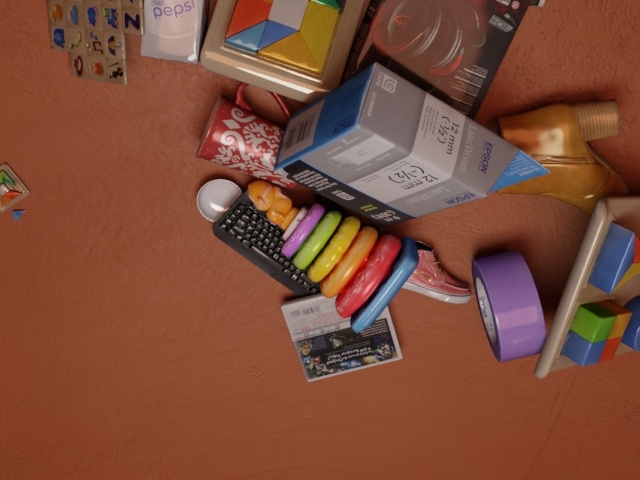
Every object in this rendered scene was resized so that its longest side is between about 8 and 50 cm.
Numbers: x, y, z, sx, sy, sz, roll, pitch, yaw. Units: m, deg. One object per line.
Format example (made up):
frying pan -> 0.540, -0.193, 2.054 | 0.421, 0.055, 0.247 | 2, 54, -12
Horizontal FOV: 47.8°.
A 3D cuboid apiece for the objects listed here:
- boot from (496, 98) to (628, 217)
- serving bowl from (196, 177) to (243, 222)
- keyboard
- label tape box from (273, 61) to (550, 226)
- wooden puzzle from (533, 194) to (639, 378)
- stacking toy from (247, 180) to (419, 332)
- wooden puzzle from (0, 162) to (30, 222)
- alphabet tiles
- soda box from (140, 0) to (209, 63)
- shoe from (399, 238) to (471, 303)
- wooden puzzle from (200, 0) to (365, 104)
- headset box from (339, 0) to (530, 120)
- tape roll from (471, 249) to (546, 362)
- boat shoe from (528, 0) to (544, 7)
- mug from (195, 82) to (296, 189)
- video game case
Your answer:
boot -> 0.414, -0.098, 1.258 | 0.211, 0.104, 0.295 | -11, 114, 12
serving bowl -> -0.176, -0.074, 1.275 | 0.083, 0.027, 0.083 | -3, 116, -5
keyboard -> -0.015, 0.005, 1.298 | 0.317, 0.033, 0.201 | 36, 107, -21
label tape box -> 0.139, -0.110, 1.122 | 0.348, 0.249, 0.115 | 27, 68, -24
wooden puzzle -> 0.528, 0.080, 1.231 | 0.348, 0.080, 0.322 | -6, 118, -40
stacking toy -> 0.000, 0.000, 1.204 | 0.302, 0.175, 0.165 | 36, 105, -3
wooden puzzle -> -0.558, -0.091, 1.265 | 0.079, 0.014, 0.116 | -37, 109, 13
alphabet tiles -> -0.349, -0.365, 1.110 | 0.198, 0.009, 0.237 | 13, 115, 25
soda box -> -0.212, -0.422, 1.096 | 0.091, 0.098, 0.286 | 8, 113, -5
shoe -> 0.205, 0.055, 1.322 | 0.178, 0.063, 0.081 | 16, 109, -9
wooden puzzle -> -0.050, -0.352, 1.125 | 0.221, 0.044, 0.238 | 17, 91, -9
headset box -> 0.161, -0.285, 1.155 | 0.218, 0.110, 0.293 | 20, 111, -10
tape roll -> 0.332, 0.116, 1.283 | 0.080, 0.189, 0.189 | -13, 112, 5
boat shoe -> 0.311, -0.472, 1.103 | 0.069, 0.081, 0.227 | -5, 105, 1
mug -> -0.101, -0.170, 1.192 | 0.169, 0.113, 0.150 | 23, 127, -14
video game case -> 0.041, 0.170, 1.355 | 0.191, 0.022, 0.173 | -15, 112, 6
